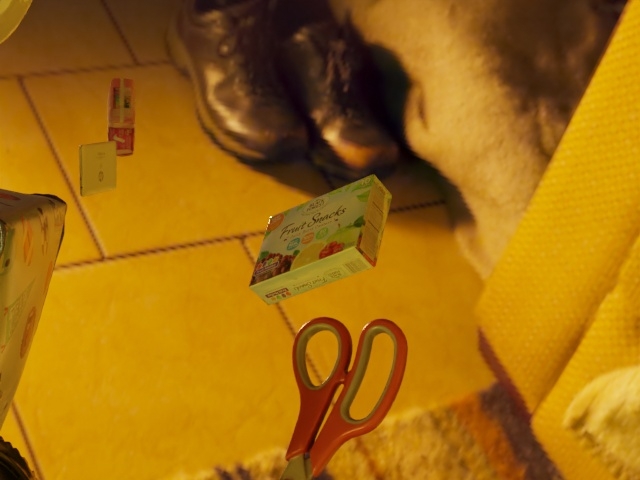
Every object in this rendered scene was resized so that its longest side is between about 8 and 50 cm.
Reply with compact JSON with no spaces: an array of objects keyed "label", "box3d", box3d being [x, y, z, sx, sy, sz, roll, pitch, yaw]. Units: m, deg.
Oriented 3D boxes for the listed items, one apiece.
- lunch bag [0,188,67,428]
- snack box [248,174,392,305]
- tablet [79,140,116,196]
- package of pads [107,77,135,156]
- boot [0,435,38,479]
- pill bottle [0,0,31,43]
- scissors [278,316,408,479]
[{"label":"lunch bag","box3d":[-0.403,0.127,1.159,0.239,0.385,0.328,14,5,-1]},{"label":"snack box","box3d":[0.000,0.000,1.264,0.037,0.141,0.100,46,40,-29]},{"label":"tablet","box3d":[-0.236,-0.077,1.338,0.006,0.054,0.083,3,9,16]},{"label":"package of pads","box3d":[-0.224,-0.139,1.415,0.032,0.050,0.083,0,44,-10]},{"label":"boot","box3d":[-0.214,0.263,0.795,0.094,0.246,0.207,-11,42,-5]},{"label":"pill bottle","box3d":[-0.492,-0.342,1.429,0.318,0.176,0.176,26,42,24]},{"label":"scissors","box3d":[-0.012,0.201,1.075,0.109,0.021,0.297,14,78,25]}]
